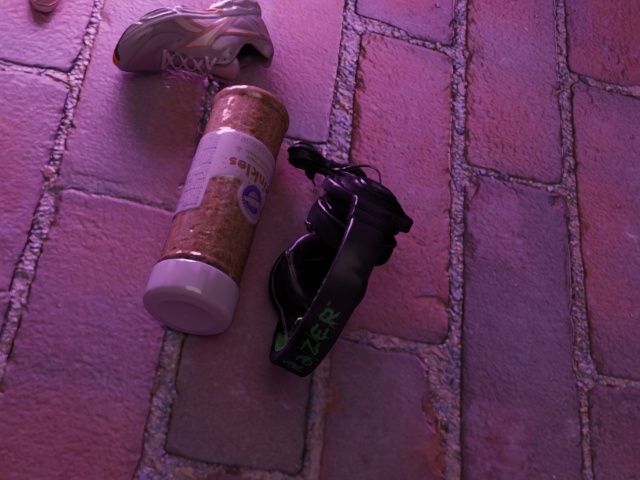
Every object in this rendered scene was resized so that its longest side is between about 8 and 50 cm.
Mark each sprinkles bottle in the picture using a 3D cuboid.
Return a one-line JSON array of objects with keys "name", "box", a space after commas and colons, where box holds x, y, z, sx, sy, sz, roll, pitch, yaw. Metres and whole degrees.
[{"name": "sprinkles bottle", "box": [-0.138, -0.049, 1.315, 0.121, 0.121, 0.356, 18, 58, -8]}]

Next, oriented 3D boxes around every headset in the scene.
[{"name": "headset", "box": [0.000, 0.000, 1.277, 0.185, 0.243, 0.394, 28, 36, -6]}]

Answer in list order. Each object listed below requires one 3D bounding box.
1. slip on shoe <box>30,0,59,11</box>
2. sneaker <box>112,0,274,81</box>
[{"name": "slip on shoe", "box": [-0.417, -0.415, 1.475, 0.051, 0.041, 0.135, 17, 58, -8]}, {"name": "sneaker", "box": [-0.184, -0.291, 1.453, 0.262, 0.099, 0.121, -22, 75, -26]}]
